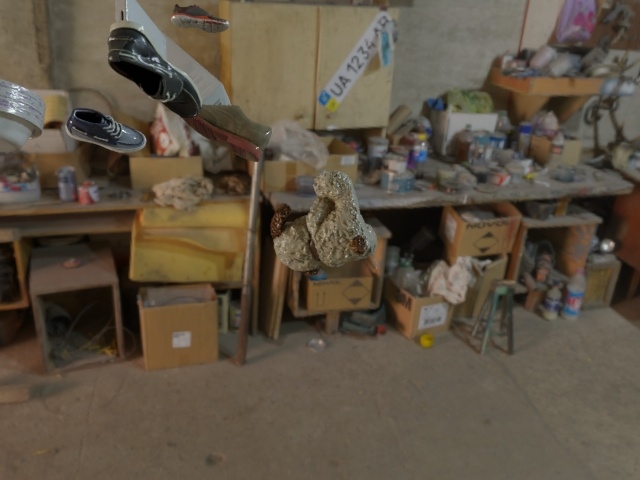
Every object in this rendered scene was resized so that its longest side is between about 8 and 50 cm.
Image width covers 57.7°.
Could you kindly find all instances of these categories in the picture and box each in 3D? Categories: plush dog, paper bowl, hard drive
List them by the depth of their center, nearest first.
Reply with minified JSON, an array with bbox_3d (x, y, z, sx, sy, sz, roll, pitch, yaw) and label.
[{"bbox_3d":[0.000,0.000,1.378,0.225,0.263,0.211,-18,35,15],"label":"plush dog"},{"bbox_3d":[-0.923,-0.340,1.607,0.283,0.148,0.284,4,-10,1],"label":"paper bowl"},{"bbox_3d":[-0.597,-0.672,1.955,0.040,0.203,0.307,-7,-11,8],"label":"hard drive"}]

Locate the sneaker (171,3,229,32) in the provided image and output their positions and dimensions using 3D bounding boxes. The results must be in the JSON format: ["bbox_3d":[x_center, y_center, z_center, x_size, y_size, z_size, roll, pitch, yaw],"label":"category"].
[{"bbox_3d":[-0.325,-0.613,1.580,0.157,0.065,0.061,3,-13,-22],"label":"sneaker"}]

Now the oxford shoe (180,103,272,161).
[{"bbox_3d":[-0.316,-0.384,1.855,0.348,0.130,0.123,31,-11,2],"label":"oxford shoe"}]

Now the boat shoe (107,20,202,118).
[{"bbox_3d":[-0.286,-0.274,1.012,0.083,0.079,0.233,-10,-24,17],"label":"boat shoe"}]

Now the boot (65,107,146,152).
[{"bbox_3d":[-0.507,-0.264,1.396,0.189,0.069,0.086,6,-17,-31],"label":"boot"}]

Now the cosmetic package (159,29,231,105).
[{"bbox_3d":[-0.548,-0.635,2.318,0.385,0.156,0.217,40,-10,15],"label":"cosmetic package"}]
